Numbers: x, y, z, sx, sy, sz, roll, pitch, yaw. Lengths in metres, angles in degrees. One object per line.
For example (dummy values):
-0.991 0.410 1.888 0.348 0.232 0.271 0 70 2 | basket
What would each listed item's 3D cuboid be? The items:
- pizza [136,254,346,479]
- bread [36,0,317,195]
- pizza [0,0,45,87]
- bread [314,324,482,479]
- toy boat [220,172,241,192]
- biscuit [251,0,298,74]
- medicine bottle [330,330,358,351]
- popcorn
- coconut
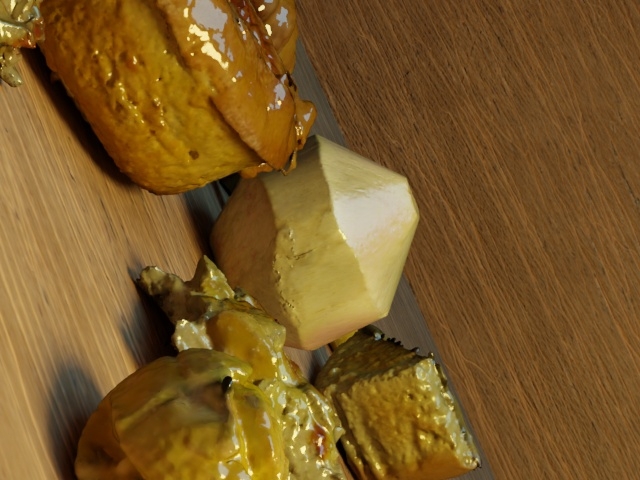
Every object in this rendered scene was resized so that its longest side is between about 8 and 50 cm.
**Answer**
-0.064 0.110 1.171 0.223 0.089 0.323 54 -3 -29 | pizza
-0.162 -0.209 1.287 0.358 0.204 0.337 55 15 -33 | bread
-0.311 -0.273 0.994 0.288 0.074 0.251 64 11 8 | pizza
0.094 0.238 1.713 0.204 0.162 0.262 61 -14 -13 | bread
-0.105 -0.090 1.771 0.077 0.057 0.200 51 17 -42 | toy boat
-0.140 -0.316 1.581 0.325 0.107 0.326 42 -25 25 | biscuit
0.029 0.120 1.946 0.074 0.074 0.218 -95 160 -67 | medicine bottle
-0.093 0.151 0.890 0.167 0.148 0.152 -71 172 -55 | popcorn
0.000 0.000 1.503 0.259 0.259 0.259 62 9 -17 | coconut
